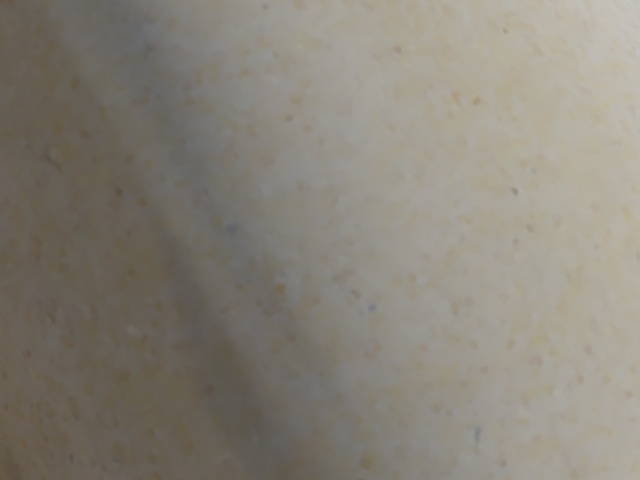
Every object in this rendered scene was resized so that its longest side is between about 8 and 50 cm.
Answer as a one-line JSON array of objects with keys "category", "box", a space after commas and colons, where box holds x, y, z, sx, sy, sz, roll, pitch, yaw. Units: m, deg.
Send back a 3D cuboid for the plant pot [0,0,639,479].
[{"category": "plant pot", "box": [0.000, 0.000, 0.443, 0.305, 0.333, 0.334, 62, 21, -1]}]
